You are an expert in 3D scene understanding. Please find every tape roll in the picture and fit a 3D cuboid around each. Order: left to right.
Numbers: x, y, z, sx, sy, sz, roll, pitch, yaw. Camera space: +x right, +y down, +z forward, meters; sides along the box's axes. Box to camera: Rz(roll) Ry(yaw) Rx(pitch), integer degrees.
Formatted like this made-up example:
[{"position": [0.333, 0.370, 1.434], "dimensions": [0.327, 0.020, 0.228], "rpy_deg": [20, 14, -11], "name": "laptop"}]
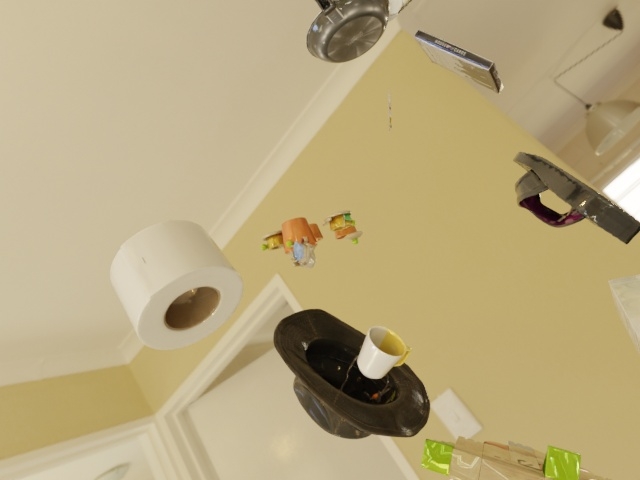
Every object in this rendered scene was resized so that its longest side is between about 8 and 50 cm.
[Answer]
[{"position": [-0.319, 0.098, 1.008], "dimensions": [0.246, 0.169, 0.246], "rpy_deg": [-27, -37, -23], "name": "tape roll"}]

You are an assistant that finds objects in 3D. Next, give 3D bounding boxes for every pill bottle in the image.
[{"position": [0.142, -0.538, 1.044], "dimensions": [0.067, 0.120, 0.067], "rpy_deg": [-4, -75, -15], "name": "pill bottle"}]

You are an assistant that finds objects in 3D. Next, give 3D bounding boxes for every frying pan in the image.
[{"position": [0.056, -0.463, 0.905], "dimensions": [0.197, 0.053, 0.326], "rpy_deg": [-24, -12, 2], "name": "frying pan"}]

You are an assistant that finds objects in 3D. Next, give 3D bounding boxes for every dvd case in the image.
[{"position": [0.389, -0.499, 1.258], "dimensions": [0.030, 0.238, 0.179], "rpy_deg": [-58, -26, 14], "name": "dvd case"}]

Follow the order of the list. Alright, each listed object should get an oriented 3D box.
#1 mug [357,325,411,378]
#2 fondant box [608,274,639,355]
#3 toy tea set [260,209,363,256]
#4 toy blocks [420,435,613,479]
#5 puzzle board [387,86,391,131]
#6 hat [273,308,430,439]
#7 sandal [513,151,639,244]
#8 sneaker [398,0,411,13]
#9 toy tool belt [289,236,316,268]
[{"position": [0.093, 0.176, 0.673], "dimensions": [0.064, 0.078, 0.062], "rpy_deg": [-65, -1, 26], "name": "mug"}, {"position": [0.801, 0.162, 0.973], "dimensions": [0.238, 0.096, 0.330], "rpy_deg": [-16, 12, 26], "name": "fondant box"}, {"position": [0.000, 0.000, 1.347], "dimensions": [0.336, 0.124, 0.200], "rpy_deg": [-12, -10, -27], "name": "toy tea set"}, {"position": [0.391, 0.453, 0.827], "dimensions": [0.261, 0.381, 0.191], "rpy_deg": [34, -114, -66], "name": "toy blocks"}, {"position": [0.250, -0.473, 1.623], "dimensions": [0.011, 0.128, 0.096], "rpy_deg": [-3, -12, 9], "name": "puzzle board"}, {"position": [0.038, 0.283, 0.873], "dimensions": [0.331, 0.331, 0.134], "rpy_deg": [1, -57, -52], "name": "hat"}, {"position": [0.457, -0.084, 0.891], "dimensions": [0.107, 0.167, 0.446], "rpy_deg": [-55, 0, 22], "name": "sandal"}, {"position": [0.236, -0.719, 1.195], "dimensions": [0.279, 0.118, 0.107], "rpy_deg": [-35, 15, 42], "name": "sneaker"}, {"position": [-0.043, 0.024, 0.975], "dimensions": [0.051, 0.083, 0.052], "rpy_deg": [1, -42, -21], "name": "toy tool belt"}]
